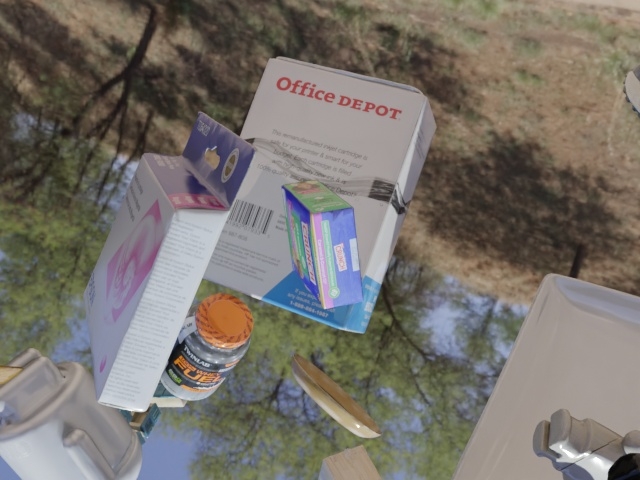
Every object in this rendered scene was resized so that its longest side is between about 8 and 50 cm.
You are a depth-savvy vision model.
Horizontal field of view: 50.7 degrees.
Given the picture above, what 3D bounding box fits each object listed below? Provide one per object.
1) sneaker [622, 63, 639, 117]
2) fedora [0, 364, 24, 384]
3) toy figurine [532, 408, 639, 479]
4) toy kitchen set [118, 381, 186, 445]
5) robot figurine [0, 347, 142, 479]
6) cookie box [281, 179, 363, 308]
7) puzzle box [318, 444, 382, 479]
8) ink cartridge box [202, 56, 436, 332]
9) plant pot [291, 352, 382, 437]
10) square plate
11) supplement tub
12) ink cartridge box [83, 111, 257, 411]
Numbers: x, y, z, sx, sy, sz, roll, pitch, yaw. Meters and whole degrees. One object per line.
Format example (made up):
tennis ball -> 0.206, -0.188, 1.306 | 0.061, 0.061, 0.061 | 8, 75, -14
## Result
sneaker -> 0.517, -0.165, 0.889 | 0.110, 0.122, 0.283 | 18, -145, -33
fedora -> -0.301, 0.064, 0.459 | 0.194, 0.079, 0.194 | -3, 167, -1
toy figurine -> 0.240, 0.264, 0.550 | 0.148, 0.213, 0.209 | 29, 178, -4
toy kitchen set -> -0.440, 0.395, 1.682 | 0.122, 0.166, 0.207 | -5, -148, 19
robot figurine -> -0.467, 0.368, 1.253 | 0.200, 0.353, 0.300 | -39, -155, -24
cookie box -> 0.000, 0.000, 0.626 | 0.040, 0.092, 0.107 | -12, -159, -15
puzzle box -> 0.092, 0.447, 0.672 | 0.052, 0.272, 0.409 | -13, -133, -23
ink cartridge box -> -0.003, -0.075, 1.147 | 0.285, 0.395, 0.166 | 19, 176, 18
plant pot -> 0.024, 0.316, 1.354 | 0.236, 0.032, 0.236 | 41, 179, 1
square plate -> 0.376, 0.230, 0.801 | 0.347, 0.344, 0.049 | 17, 153, 33
supplement tub -> -0.188, 0.175, 1.116 | 0.117, 0.190, 0.117 | 18, -134, -19
ink cartridge box -> -0.213, -0.006, 0.871 | 0.071, 0.330, 0.324 | 20, -171, -26
